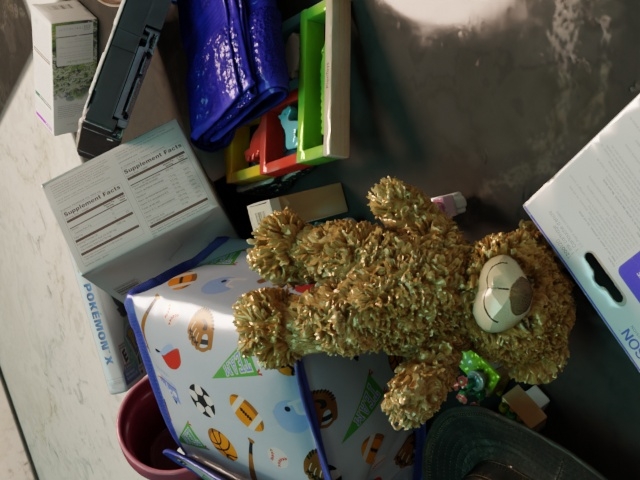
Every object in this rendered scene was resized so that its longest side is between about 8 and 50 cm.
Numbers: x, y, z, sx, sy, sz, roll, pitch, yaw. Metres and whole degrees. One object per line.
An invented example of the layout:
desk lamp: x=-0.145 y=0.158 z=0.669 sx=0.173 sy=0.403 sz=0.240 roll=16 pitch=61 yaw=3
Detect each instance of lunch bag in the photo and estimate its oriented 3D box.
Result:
lunch bag: x=-0.047 y=0.220 z=1.094 sx=0.328 sy=0.239 sz=0.385 roll=11 pitch=122 yaw=43

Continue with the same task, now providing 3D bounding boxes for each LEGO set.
LEGO set: x=0.134 y=0.096 z=0.934 sx=0.132 sy=0.107 sz=0.287 roll=-27 pitch=82 yaw=55

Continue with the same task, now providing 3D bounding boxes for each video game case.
video game case: x=-0.335 y=0.080 z=1.468 sx=0.329 sy=0.036 sz=0.300 roll=-42 pitch=-63 yaw=-82

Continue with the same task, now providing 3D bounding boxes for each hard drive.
hard drive: x=-0.287 y=-0.243 z=1.229 sx=0.339 sy=0.064 sz=0.237 roll=177 pitch=111 yaw=-72

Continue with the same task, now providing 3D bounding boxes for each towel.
towel: x=-0.134 y=-0.291 z=1.103 sx=0.227 sy=0.076 sz=0.308 roll=-26 pitch=68 yaw=54

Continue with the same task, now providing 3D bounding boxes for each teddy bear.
teddy bear: x=0.076 y=0.049 z=0.827 sx=0.338 sy=0.245 sz=0.113 roll=19 pitch=153 yaw=20

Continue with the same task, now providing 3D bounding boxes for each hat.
hat: x=0.200 y=0.337 z=0.874 sx=0.331 sy=0.134 sz=0.331 roll=30 pitch=136 yaw=35

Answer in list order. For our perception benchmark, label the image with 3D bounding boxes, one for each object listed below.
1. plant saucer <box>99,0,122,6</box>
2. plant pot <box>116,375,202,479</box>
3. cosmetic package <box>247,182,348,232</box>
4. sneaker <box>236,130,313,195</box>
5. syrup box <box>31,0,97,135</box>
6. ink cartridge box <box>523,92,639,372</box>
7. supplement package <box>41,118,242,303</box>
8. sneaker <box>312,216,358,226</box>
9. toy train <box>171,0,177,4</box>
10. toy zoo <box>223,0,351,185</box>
plant saucer: x=-0.301 y=-0.517 z=1.297 sx=0.310 sy=0.050 sz=0.310 roll=16 pitch=111 yaw=46
plant pot: x=-0.258 y=0.359 z=1.540 sx=0.201 sy=0.201 sz=0.180 roll=51 pitch=156 yaw=28
cosmetic package: x=-0.029 y=-0.041 z=1.094 sx=0.060 sy=0.115 sz=0.041 roll=-11 pitch=94 yaw=54
sneaker: x=-0.065 y=-0.109 z=1.179 sx=0.162 sy=0.063 sz=0.073 roll=-27 pitch=67 yaw=49
syrup box: x=-0.489 y=-0.328 z=1.629 sx=0.096 sy=0.093 sz=0.237 roll=43 pitch=136 yaw=35
ink cartridge box: x=0.296 y=-0.011 z=0.715 sx=0.206 sy=0.045 sz=0.208 roll=60 pitch=142 yaw=18
supplement package: x=-0.241 y=-0.025 z=1.227 sx=0.145 sy=0.204 sz=0.262 roll=62 pitch=176 yaw=16
sneaker: x=0.000 y=0.000 z=1.128 sx=0.152 sy=0.054 sz=0.061 roll=-42 pitch=67 yaw=54
toy train: x=-0.253 y=-0.390 z=1.331 sx=0.158 sy=0.027 sz=0.036 roll=23 pitch=126 yaw=48
toy zoo: x=-0.059 y=-0.178 z=1.098 sx=0.293 sy=0.030 sz=0.192 roll=-9 pitch=78 yaw=55
